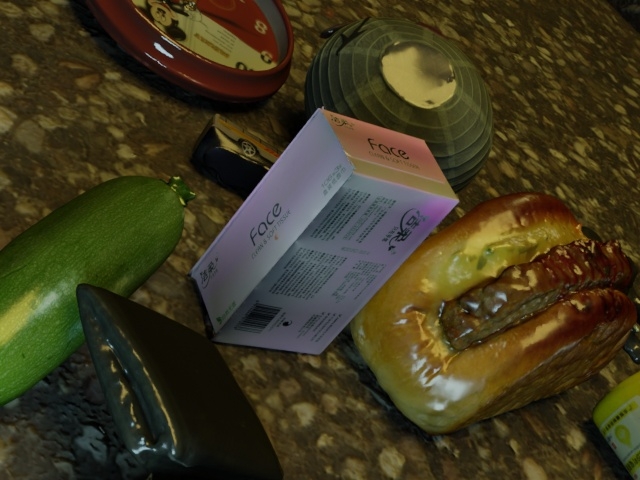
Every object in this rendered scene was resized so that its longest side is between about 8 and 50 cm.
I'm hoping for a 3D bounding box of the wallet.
[{"bbox_3d":[-0.114,0.131,0.964,0.169,0.052,0.245,59,9,25],"label":"wallet"}]

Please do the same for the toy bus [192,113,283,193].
[{"bbox_3d":[-0.066,-0.082,1.346,0.172,0.057,0.072,30,24,-18],"label":"toy bus"}]

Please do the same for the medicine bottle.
[{"bbox_3d":[0.436,0.265,1.387,0.121,0.122,0.213,-1,50,-47],"label":"medicine bottle"}]

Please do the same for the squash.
[{"bbox_3d":[-0.214,0.024,1.006,0.107,0.107,0.395,41,32,0],"label":"squash"}]

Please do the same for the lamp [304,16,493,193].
[{"bbox_3d":[0.095,-0.165,1.471,0.265,0.233,0.233,29,32,-2],"label":"lamp"}]

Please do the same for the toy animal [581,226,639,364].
[{"bbox_3d":[0.380,0.075,1.565,0.146,0.114,0.245,51,3,-30],"label":"toy animal"}]

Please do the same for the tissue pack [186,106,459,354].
[{"bbox_3d":[0.000,0.000,1.131,0.148,0.246,0.092,13,39,-39],"label":"tissue pack"}]

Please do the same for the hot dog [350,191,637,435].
[{"bbox_3d":[0.230,0.071,1.316,0.405,0.223,0.185,-6,52,-51],"label":"hot dog"}]

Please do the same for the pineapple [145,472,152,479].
[{"bbox_3d":[-0.108,0.238,0.821,0.161,0.137,0.176,38,32,-5],"label":"pineapple"}]

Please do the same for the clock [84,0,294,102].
[{"bbox_3d":[-0.173,-0.299,1.480,0.318,0.080,0.319,28,38,-24],"label":"clock"}]
